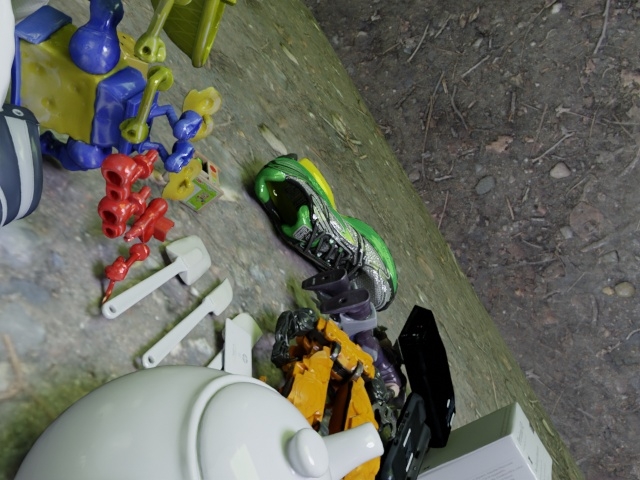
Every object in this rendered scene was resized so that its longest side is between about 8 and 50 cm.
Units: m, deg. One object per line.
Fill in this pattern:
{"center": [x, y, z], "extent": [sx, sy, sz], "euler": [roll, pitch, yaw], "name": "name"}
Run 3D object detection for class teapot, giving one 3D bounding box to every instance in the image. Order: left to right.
{"center": [-0.078, 0.187, 0.397], "extent": [0.252, 0.187, 0.256], "euler": [49, 21, -19], "name": "teapot"}

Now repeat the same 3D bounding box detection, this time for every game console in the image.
{"center": [0.144, 0.266, 0.861], "extent": [0.361, 0.043, 0.213], "euler": [-44, 122, -58], "name": "game console"}

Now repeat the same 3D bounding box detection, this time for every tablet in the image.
{"center": [-0.097, 0.139, 0.667], "extent": [0.054, 0.006, 0.083], "euler": [48, 27, -45], "name": "tablet"}

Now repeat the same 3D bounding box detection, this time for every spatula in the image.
{"center": [-0.150, 0.088, 0.635], "extent": [0.168, 0.019, 0.242], "euler": [62, 19, -7], "name": "spatula"}

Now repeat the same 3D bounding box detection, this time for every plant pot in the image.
{"center": [-0.280, -0.232, 0.737], "extent": [0.081, 0.083, 0.081], "euler": [58, 20, 7], "name": "plant pot"}

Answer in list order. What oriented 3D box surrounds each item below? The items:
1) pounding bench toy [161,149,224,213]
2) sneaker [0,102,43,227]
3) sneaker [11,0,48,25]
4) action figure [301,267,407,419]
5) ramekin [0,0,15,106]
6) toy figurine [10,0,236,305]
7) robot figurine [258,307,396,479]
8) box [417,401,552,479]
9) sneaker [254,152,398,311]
{"center": [-0.186, -0.094, 0.788], "extent": [0.083, 0.052, 0.065], "euler": [38, 26, -41], "name": "pounding bench toy"}
{"center": [-0.327, -0.118, 0.417], "extent": [0.282, 0.099, 0.153], "euler": [60, 23, -8], "name": "sneaker"}
{"center": [-0.337, -0.265, 0.531], "extent": [0.108, 0.169, 0.293], "euler": [51, 21, -19], "name": "sneaker"}
{"center": [0.075, 0.175, 0.919], "extent": [0.185, 0.099, 0.285], "euler": [-106, 169, -57], "name": "action figure"}
{"center": [-0.290, -0.103, 0.254], "extent": [0.277, 0.135, 0.277], "euler": [13, 70, -39], "name": "ramekin"}
{"center": [-0.221, -0.141, 0.499], "extent": [0.217, 0.363, 0.191], "euler": [27, 44, -2], "name": "toy figurine"}
{"center": [0.000, 0.206, 0.686], "extent": [0.211, 0.085, 0.291], "euler": [44, 22, -10], "name": "robot figurine"}
{"center": [0.274, 0.381, 0.927], "extent": [0.119, 0.181, 0.181], "euler": [60, 20, 10], "name": "box"}
{"center": [0.000, 0.000, 1.005], "extent": [0.343, 0.134, 0.146], "euler": [47, 26, 2], "name": "sneaker"}
